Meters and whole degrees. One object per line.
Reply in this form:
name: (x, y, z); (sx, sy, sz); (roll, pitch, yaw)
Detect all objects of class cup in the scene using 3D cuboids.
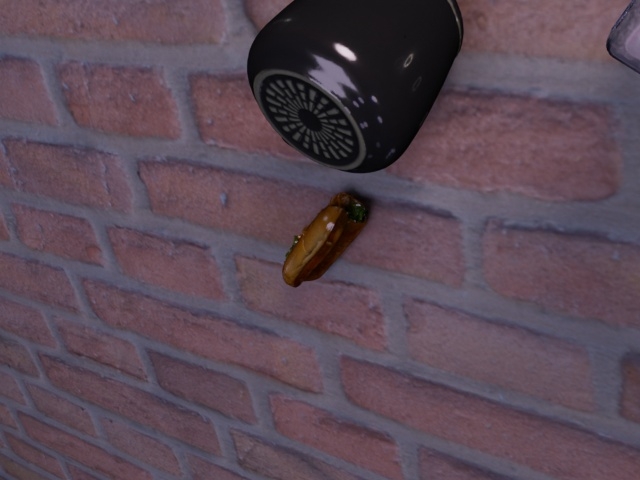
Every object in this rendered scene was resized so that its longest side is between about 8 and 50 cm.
cup: (0.026, -0.164, 0.699); (0.169, 0.177, 0.223); (38, 159, -10)

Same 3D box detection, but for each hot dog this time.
hot dog: (0.000, 0.000, 0.922); (0.055, 0.072, 0.188); (59, 140, 18)

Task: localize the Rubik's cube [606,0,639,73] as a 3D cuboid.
Rubik's cube: (0.344, -0.173, 0.402); (0.238, 0.237, 0.237); (38, 137, 10)
